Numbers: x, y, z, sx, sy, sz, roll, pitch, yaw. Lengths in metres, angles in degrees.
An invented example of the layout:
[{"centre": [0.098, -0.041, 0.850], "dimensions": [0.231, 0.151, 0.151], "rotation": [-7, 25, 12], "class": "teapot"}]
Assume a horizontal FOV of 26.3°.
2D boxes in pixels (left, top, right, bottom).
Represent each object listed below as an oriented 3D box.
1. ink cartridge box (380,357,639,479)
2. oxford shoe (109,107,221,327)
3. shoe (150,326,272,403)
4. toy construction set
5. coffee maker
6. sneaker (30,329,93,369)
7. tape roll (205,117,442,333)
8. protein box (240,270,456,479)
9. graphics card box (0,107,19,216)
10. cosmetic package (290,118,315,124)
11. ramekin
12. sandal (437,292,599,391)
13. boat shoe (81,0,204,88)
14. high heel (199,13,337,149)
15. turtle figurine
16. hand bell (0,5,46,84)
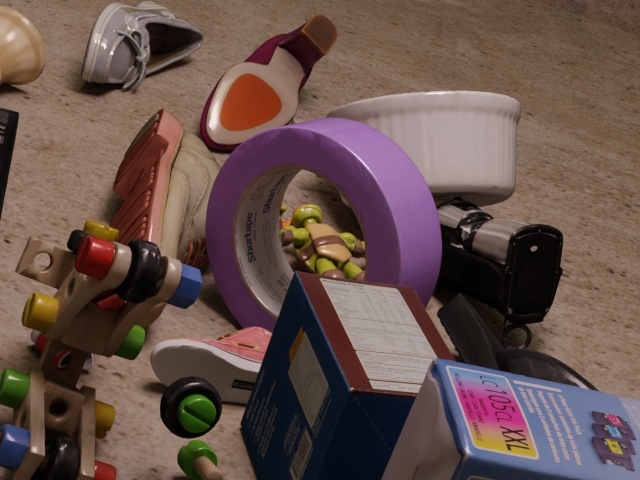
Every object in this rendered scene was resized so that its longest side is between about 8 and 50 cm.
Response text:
[{"centre": [0.248, 0.279, 1.203], "dimensions": [0.395, 0.270, 0.151], "rotation": [12, 29, -15], "class": "ink cartridge box"}, {"centre": [-0.173, -0.019, 1.653], "dimensions": [0.146, 0.140, 0.397], "rotation": [33, 31, -20], "class": "oxford shoe"}, {"centre": [-0.104, 0.131, 1.491], "dimensions": [0.178, 0.063, 0.081], "rotation": [16, 24, -21], "class": "shoe"}, {"centre": [-0.271, 0.101, 1.305], "dimensions": [0.308, 0.257, 0.237], "rotation": [-6, 17, -24], "class": "toy construction set"}, {"centre": [0.215, 0.042, 1.810], "dimensions": [0.120, 0.171, 0.178], "rotation": [28, -5, -35], "class": "coffee maker"}, {"centre": [-0.241, 0.092, 1.446], "dimensions": [0.118, 0.042, 0.067], "rotation": [-35, 52, -12], "class": "sneaker"}, {"centre": [0.000, 0.000, 1.570], "dimensions": [0.275, 0.275, 0.090], "rotation": [33, 28, 26], "class": "tape roll"}, {"centre": [0.030, 0.171, 1.341], "dimensions": [0.136, 0.200, 0.201], "rotation": [9, 28, -22], "class": "protein box"}, {"centre": [-0.479, -0.065, 1.571], "dimensions": [0.232, 0.094, 0.371], "rotation": [12, 28, -15], "class": "graphics card box"}, {"centre": [0.000, -0.143, 2.118], "dimensions": [0.060, 0.041, 0.115], "rotation": [0, 32, -35], "class": "cosmetic package"}, {"centre": [0.149, -0.119, 1.941], "dimensions": [0.277, 0.135, 0.277], "rotation": [-3, -6, 0], "class": "ramekin"}, {"centre": [0.254, 0.180, 1.512], "dimensions": [0.167, 0.107, 0.446], "rotation": [49, 7, -35], "class": "sandal"}, {"centre": [-0.283, -0.310, 2.166], "dimensions": [0.103, 0.118, 0.320], "rotation": [19, 19, 9], "class": "boat shoe"}, {"centre": [-0.110, -0.222, 2.193], "dimensions": [0.127, 0.181, 0.377], "rotation": [51, 44, -6], "class": "high heel"}, {"centre": [0.002, 0.019, 1.747], "dimensions": [0.269, 0.087, 0.217], "rotation": [16, 32, -42], "class": "turtle figurine"}, {"centre": [-0.491, -0.217, 1.885], "dimensions": [0.126, 0.126, 0.242], "rotation": [23, 39, 6], "class": "hand bell"}]
